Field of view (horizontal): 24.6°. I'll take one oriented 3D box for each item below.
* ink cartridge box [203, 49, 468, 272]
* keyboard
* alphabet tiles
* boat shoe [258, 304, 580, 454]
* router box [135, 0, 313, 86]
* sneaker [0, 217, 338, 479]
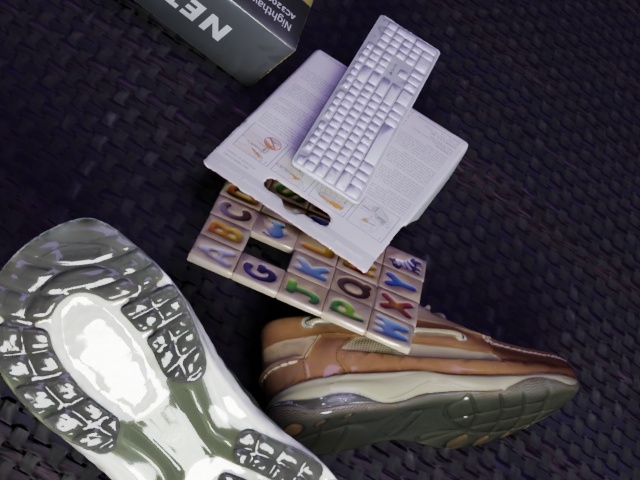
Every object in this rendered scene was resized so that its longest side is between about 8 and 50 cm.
[{"bbox_3d":[0.013,-0.067,1.371,0.181,0.056,0.224,34,47,7],"label":"ink cartridge box"},{"bbox_3d":[0.047,-0.129,1.395,0.072,0.014,0.256,28,46,1],"label":"keyboard"},{"bbox_3d":[0.000,0.000,1.298,0.198,0.009,0.237,23,28,-3],"label":"alphabet tiles"},{"bbox_3d":[0.088,0.109,1.290,0.324,0.122,0.119,4,56,-36],"label":"boat shoe"},{"bbox_3d":[-0.134,-0.333,1.422,0.309,0.081,0.243,36,46,-23],"label":"router box"},{"bbox_3d":[-0.101,0.149,1.101,0.158,0.182,0.410,-32,107,-7],"label":"sneaker"}]
